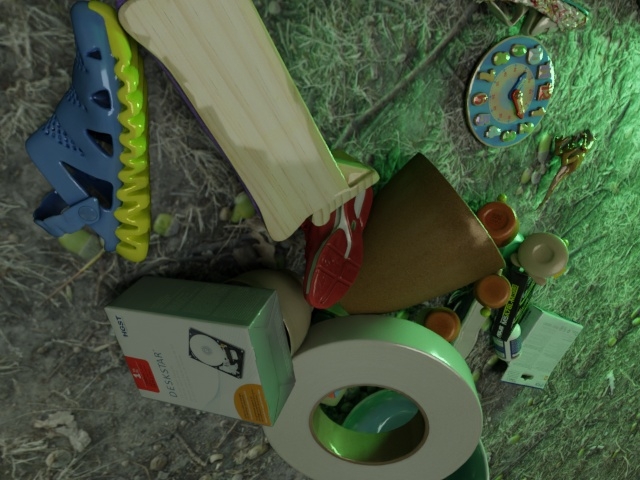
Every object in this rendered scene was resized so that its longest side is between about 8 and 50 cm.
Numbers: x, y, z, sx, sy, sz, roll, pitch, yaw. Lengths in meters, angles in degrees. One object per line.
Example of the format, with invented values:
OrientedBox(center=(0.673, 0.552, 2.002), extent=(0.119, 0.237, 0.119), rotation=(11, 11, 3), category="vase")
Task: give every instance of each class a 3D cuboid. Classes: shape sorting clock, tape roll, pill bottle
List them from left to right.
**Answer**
OrientedBox(center=(0.085, 0.308, 0.783), extent=(0.392, 0.072, 0.391), rotation=(2, 118, 4), category="tape roll")
OrientedBox(center=(0.473, 0.243, 1.105), extent=(0.067, 0.067, 0.120), rotation=(-28, 122, -14), category="pill bottle")
OrientedBox(center=(0.365, -0.279, 0.831), extent=(0.206, 0.040, 0.206), rotation=(-11, 116, -23), category="shape sorting clock")

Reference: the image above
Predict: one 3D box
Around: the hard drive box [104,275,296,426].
OrientedBox(center=(-0.169, 0.157, 0.638), extent=(0.089, 0.232, 0.181), rotation=(-54, 141, -54), category="hard drive box")

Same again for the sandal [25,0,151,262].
OrientedBox(center=(-0.271, -0.106, 0.509), extent=(0.138, 0.126, 0.317), rotation=(3, 122, -18), category="sandal")

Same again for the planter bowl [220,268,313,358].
OrientedBox(center=(-0.078, 0.113, 0.718), extent=(0.109, 0.162, 0.162), rotation=(-34, 129, -46), category="planter bowl")

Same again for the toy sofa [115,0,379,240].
OrientedBox(center=(-0.086, -0.188, 0.571), extent=(0.177, 0.150, 0.362), rotation=(-35, 123, -4), category="toy sofa")

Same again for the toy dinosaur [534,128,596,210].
OrientedBox(center=(0.548, -0.168, 0.963), extent=(0.211, 0.064, 0.112), rotation=(-50, 126, 1), category="toy dinosaur")

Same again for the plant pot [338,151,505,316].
OrientedBox(center=(0.135, 0.019, 0.752), extent=(0.254, 0.237, 0.237), rotation=(-36, 125, 11), category="plant pot")

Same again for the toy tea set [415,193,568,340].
OrientedBox(center=(0.319, 0.065, 0.902), extent=(0.336, 0.200, 0.124), rotation=(-40, 162, 11), category="toy tea set")

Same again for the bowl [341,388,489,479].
OrientedBox(center=(0.199, 0.479, 0.958), extent=(0.311, 0.311, 0.163), rotation=(-48, 158, -1), category="bowl")

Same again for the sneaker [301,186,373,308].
OrientedBox(center=(0.000, 0.000, 0.700), extent=(0.087, 0.128, 0.221), rotation=(38, 65, -37), category="sneaker")

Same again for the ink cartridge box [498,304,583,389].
OrientedBox(center=(0.602, 0.302, 1.213), extent=(0.223, 0.045, 0.224), rotation=(20, 102, -32), category="ink cartridge box")

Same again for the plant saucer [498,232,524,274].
OrientedBox(center=(0.445, 0.038, 1.027), extent=(0.119, 0.021, 0.119), rotation=(-11, 117, -24), category="plant saucer")

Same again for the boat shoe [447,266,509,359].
OrientedBox(center=(0.338, 0.158, 0.990), extent=(0.095, 0.079, 0.254), rotation=(10, 109, -33), category="boat shoe")

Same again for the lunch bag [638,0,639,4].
OrientedBox(center=(0.837, -0.512, 0.843), extent=(0.305, 0.256, 0.212), rotation=(13, 105, -31), category="lunch bag")

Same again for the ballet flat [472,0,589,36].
OrientedBox(center=(0.355, -0.402, 0.752), extent=(0.241, 0.091, 0.077), rotation=(14, 115, -23), category="ballet flat")

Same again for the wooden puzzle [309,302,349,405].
OrientedBox(center=(0.011, 0.225, 0.869), extent=(0.239, 0.044, 0.221), rotation=(27, 97, -34), category="wooden puzzle")

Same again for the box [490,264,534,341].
OrientedBox(center=(0.458, 0.107, 0.994), extent=(0.191, 0.045, 0.184), rotation=(-33, 137, -44), category="box")
